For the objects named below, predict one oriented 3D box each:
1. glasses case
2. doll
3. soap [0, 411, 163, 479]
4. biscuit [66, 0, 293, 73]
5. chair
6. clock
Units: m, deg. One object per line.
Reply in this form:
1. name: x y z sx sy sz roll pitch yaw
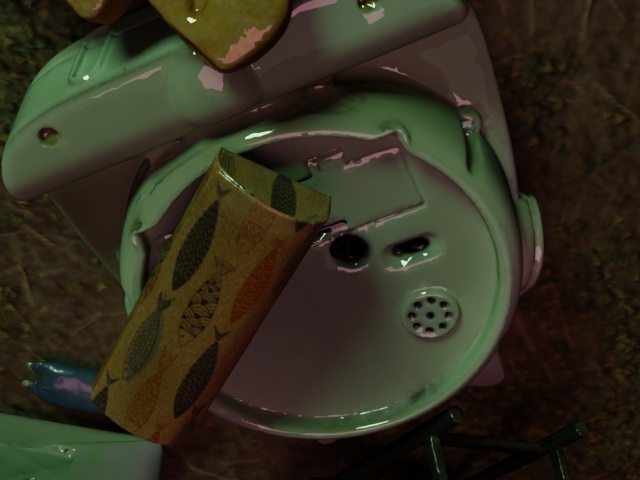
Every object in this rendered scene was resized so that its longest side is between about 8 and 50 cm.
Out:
1. glasses case: -0.062 0.036 0.581 0.065 0.041 0.170 24 121 -14
2. doll: -0.143 0.107 0.758 0.125 0.027 0.037 16 119 -8
3. soap: -0.218 0.233 0.766 0.182 0.138 0.199 14 121 -9
4. biscuit: -0.091 -0.189 0.518 0.239 0.041 0.212 6 91 10
5. chair: 0.061 0.230 0.747 0.141 0.154 0.260 12 144 -34
6. clock: 0.000 0.000 0.646 0.265 0.108 0.324 -22 120 11
